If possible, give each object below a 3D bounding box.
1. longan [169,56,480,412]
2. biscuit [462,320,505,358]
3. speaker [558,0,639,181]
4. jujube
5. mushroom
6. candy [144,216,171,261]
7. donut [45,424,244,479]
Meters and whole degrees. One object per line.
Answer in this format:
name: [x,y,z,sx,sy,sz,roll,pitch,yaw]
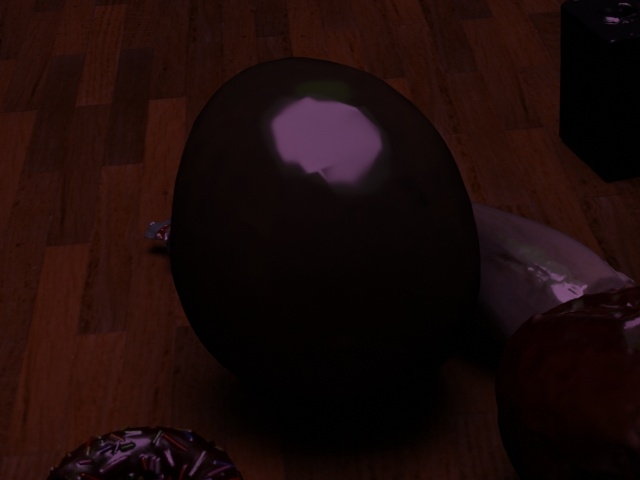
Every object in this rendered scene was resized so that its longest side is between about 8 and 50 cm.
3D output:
longan: [0.000,0.000,1.727,0.336,0.404,0.404,-24,33,-18]
biscuit: [0.227,0.103,1.888,0.120,0.015,0.120,-5,37,4]
speaker: [0.496,-0.242,2.277,0.254,0.232,0.184,-12,30,-11]
jujube: [0.353,0.177,1.514,0.276,0.276,0.377,-27,23,-35]
mushroom: [0.216,0.031,1.856,0.137,0.154,0.407,27,10,-48]
candy: [-0.130,0.022,2.063,0.086,0.059,0.292,-29,36,-32]
donut: [-0.173,0.270,1.568,0.216,0.096,0.230,-6,28,-3]
